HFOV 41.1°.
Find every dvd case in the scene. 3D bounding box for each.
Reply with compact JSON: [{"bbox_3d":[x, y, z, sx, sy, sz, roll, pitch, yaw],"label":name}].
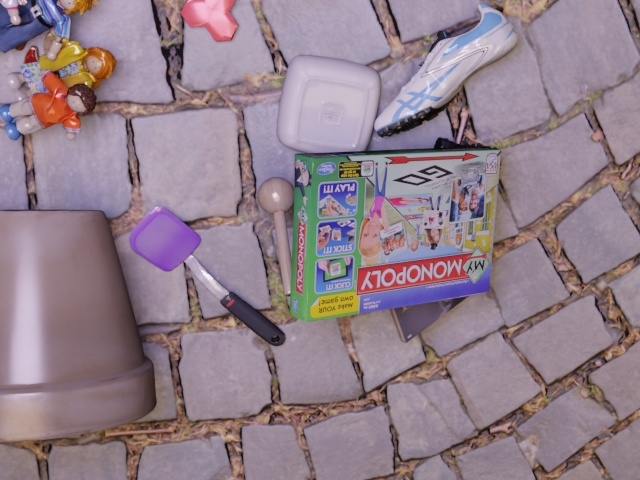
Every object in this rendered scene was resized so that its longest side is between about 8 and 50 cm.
[{"bbox_3d":[0.150,0.018,1.234,0.165,0.018,0.221,-33,119,-22],"label":"dvd case"}]

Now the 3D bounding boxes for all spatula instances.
[{"bbox_3d":[-0.162,0.067,1.293,0.084,0.030,0.296,-43,107,11],"label":"spatula"}]

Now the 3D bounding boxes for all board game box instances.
[{"bbox_3d":[0.107,-0.016,1.156,0.317,0.046,0.213,-7,105,-32],"label":"board game box"}]

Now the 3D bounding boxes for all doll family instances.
[{"bbox_3d":[-0.359,-0.265,1.107,0.163,0.118,0.262,-13,114,22],"label":"doll family"}]

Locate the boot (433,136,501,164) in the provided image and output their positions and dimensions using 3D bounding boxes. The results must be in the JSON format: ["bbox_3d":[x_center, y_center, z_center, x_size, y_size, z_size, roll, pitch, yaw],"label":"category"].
[{"bbox_3d":[0.206,-0.093,1.264,0.099,0.045,0.121,12,109,-15],"label":"boot"}]

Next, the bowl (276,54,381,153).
[{"bbox_3d":[0.014,-0.184,1.210,0.142,0.053,0.142,9,109,-9],"label":"bowl"}]

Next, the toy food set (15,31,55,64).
[{"bbox_3d":[-0.389,-0.284,1.160,0.078,0.019,0.122,-1,117,-4],"label":"toy food set"}]

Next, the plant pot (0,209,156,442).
[{"bbox_3d":[-0.387,0.097,1.164,0.323,0.323,0.280,1,92,-5],"label":"plant pot"}]

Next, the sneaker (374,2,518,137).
[{"bbox_3d":[0.165,-0.234,1.198,0.237,0.085,0.086,-40,82,12],"label":"sneaker"}]

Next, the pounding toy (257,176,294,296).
[{"bbox_3d":[0.000,0.000,1.235,0.237,0.110,0.182,-1,78,-41],"label":"pounding toy"}]

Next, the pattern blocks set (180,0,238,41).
[{"bbox_3d":[-0.195,-0.448,1.115,0.325,0.026,0.285,31,104,-14],"label":"pattern blocks set"}]
